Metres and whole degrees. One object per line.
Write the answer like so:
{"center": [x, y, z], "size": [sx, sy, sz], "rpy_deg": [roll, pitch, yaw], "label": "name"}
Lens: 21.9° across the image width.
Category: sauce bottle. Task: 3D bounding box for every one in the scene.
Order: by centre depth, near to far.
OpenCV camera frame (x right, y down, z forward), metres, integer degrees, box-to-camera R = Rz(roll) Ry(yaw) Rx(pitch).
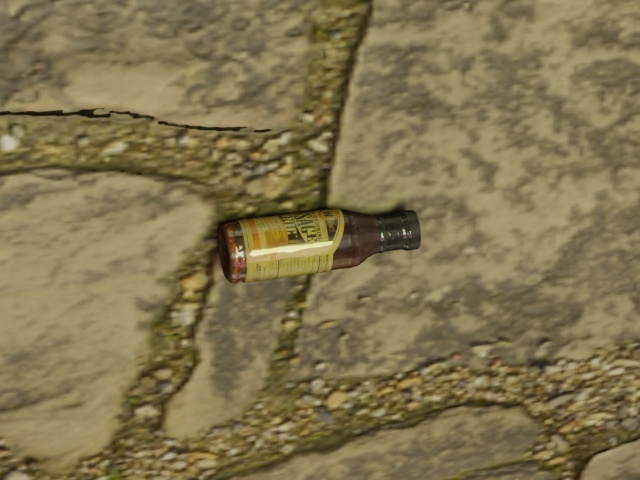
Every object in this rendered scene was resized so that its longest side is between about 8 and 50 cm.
{"center": [0.000, 0.000, 1.057], "size": [0.128, 0.042, 0.042], "rpy_deg": [-9, 122, -14], "label": "sauce bottle"}
